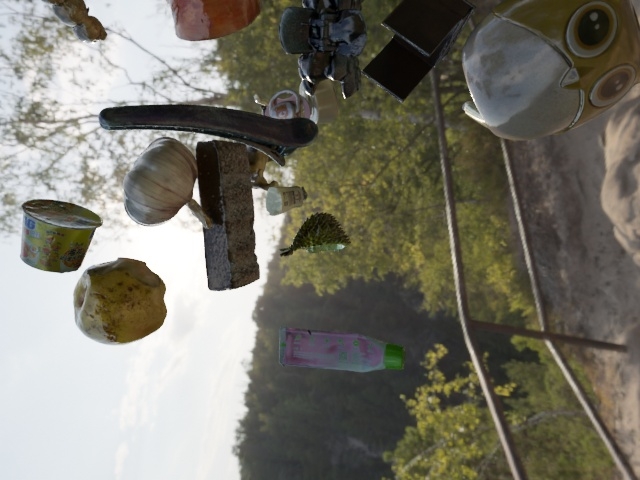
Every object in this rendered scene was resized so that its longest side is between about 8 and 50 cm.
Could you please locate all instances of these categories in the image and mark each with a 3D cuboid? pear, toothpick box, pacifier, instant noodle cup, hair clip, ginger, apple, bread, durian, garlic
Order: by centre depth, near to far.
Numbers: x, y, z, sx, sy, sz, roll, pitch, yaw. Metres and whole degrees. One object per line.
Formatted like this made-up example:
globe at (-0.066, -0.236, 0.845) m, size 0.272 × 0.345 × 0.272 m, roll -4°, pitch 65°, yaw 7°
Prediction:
hair clip at (-0.122, -0.137, 0.590) m, size 0.275 × 0.083 × 0.048 m, roll 1°, pitch -111°, yaw -47°
pacifier at (-0.058, -0.250, 0.962) m, size 0.078 × 0.099 × 0.081 m, roll -9°, pitch -83°, yaw -64°
durian at (0.000, 0.000, 1.052) m, size 0.215 × 0.086 × 0.100 m, roll 1°, pitch -50°, yaw -53°
hair clip at (0.019, -0.484, 1.130) m, size 0.206 × 0.195 × 0.310 m, roll -67°, pitch -19°, yaw -64°
garlic at (-0.377, -0.118, 1.267) m, size 0.245 × 0.253 × 0.245 m, roll -49°, pitch 16°, yaw 19°
apple at (-0.300, -0.670, 1.276) m, size 0.293 × 0.251 × 0.163 m, roll 59°, pitch 171°, yaw 38°
ginger at (-0.656, -0.603, 1.283) m, size 0.080 × 0.104 × 0.204 m, roll -61°, pitch -25°, yaw -14°
toothpick box at (0.645, -0.501, 1.352) m, size 0.409 × 0.425 × 0.408 m, roll 31°, pitch -131°, yaw -43°
instant noodle cup at (-0.728, -0.011, 1.362) m, size 0.205 × 0.205 × 0.153 m, roll -74°, pitch 7°, yaw -73°
bread at (-0.257, -0.071, 1.388) m, size 0.165 × 0.113 × 0.416 m, roll -26°, pitch -67°, yaw -67°
pear at (-0.582, 0.182, 1.443) m, size 0.271 × 0.271 × 0.271 m, roll 9°, pitch -90°, yaw -88°

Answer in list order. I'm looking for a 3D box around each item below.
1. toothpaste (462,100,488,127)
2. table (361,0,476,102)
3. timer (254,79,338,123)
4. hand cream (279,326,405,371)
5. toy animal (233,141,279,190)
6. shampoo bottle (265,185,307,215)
toothpaste at (0.553, -0.420, 1.676) m, size 0.314 × 0.058 × 0.056 m, roll -99°, pitch 6°, yaw -60°
table at (0.315, -0.655, 1.614) m, size 0.282 × 0.196 × 0.250 m, roll -51°, pitch -3°, yaw -23°
timer at (-0.092, -0.462, 1.701) m, size 0.175 × 0.266 × 0.175 m, roll 56°, pitch 159°, yaw 36°
hand cream at (0.041, 0.240, 1.055) m, size 0.050 × 0.275 × 0.079 m, roll 63°, pitch -147°, yaw -59°
toy animal at (-0.202, -0.262, 1.557) m, size 0.121 × 0.169 × 0.233 m, roll 25°, pitch -118°, yaw -56°
shampoo bottle at (-0.055, -0.075, 0.877) m, size 0.141 × 0.034 × 0.049 m, roll -24°, pitch -74°, yaw -67°
